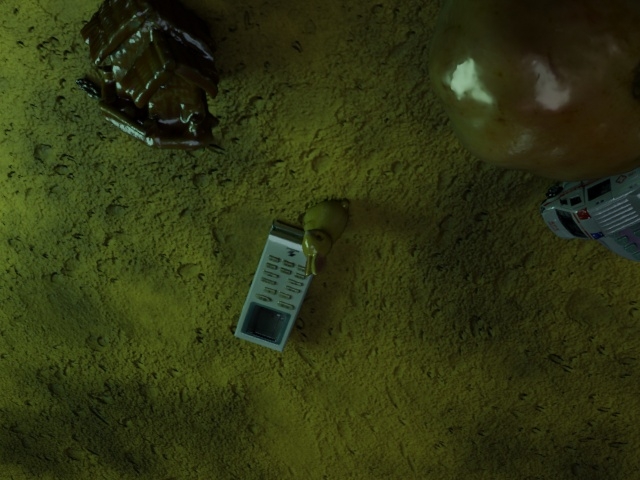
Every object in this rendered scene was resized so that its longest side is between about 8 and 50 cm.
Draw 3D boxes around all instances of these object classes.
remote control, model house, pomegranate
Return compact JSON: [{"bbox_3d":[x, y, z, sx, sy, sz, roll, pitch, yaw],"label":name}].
[{"bbox_3d":[-0.079,0.092,2.233,0.103,0.055,0.277,19,130,-3],"label":"remote control"},{"bbox_3d":[-0.269,-0.284,1.884,0.220,0.199,0.229,-6,132,1],"label":"model house"},{"bbox_3d":[0.345,-0.277,1.655,0.412,0.411,0.411,6,130,7],"label":"pomegranate"}]

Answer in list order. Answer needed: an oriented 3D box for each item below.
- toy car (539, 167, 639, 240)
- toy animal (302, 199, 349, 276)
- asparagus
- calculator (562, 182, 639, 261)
[{"bbox_3d":[0.449,-0.055,1.913,0.210,0.108,0.089,-26,119,29],"label":"toy car"},{"bbox_3d":[0.001,-0.002,2.072,0.083,0.159,0.070,-27,118,35],"label":"toy animal"},{"bbox_3d":[-0.308,-0.214,2.053,0.249,0.024,0.025,27,86,-10],"label":"asparagus"},{"bbox_3d":[0.510,-0.075,1.983,0.185,0.041,0.299,-29,118,30],"label":"calculator"}]
